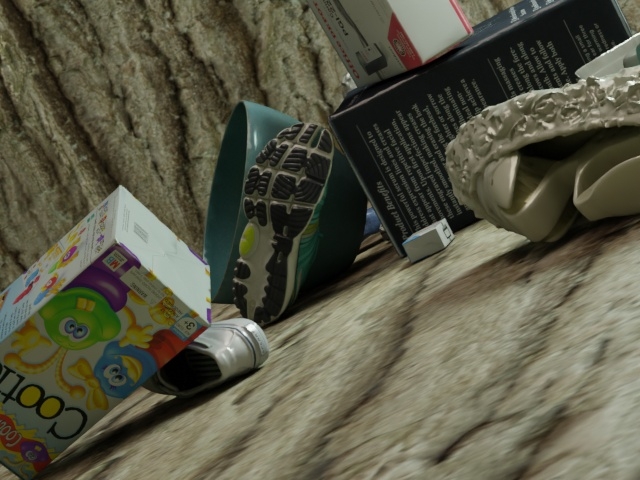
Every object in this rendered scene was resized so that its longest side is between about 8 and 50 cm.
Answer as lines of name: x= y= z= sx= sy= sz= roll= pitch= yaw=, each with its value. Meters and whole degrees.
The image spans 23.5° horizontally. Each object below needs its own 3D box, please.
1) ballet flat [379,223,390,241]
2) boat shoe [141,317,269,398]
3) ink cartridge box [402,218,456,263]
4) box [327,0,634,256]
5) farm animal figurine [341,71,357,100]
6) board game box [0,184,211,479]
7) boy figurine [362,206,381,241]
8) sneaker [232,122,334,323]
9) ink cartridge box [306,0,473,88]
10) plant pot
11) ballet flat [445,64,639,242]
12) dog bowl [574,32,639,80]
ballet flat: x=0.114 y=-0.022 z=2.276 sx=0.041 sy=0.041 sz=0.114 roll=-28 pitch=4 yaw=-18
boat shoe: x=-0.153 y=0.129 z=1.664 sx=0.076 sy=0.083 sz=0.226 roll=-29 pitch=4 yaw=-41
ink cartridge box: x=0.134 y=-0.001 z=1.887 sx=0.048 sy=0.028 sz=0.083 roll=-26 pitch=3 yaw=18
box: x=0.238 y=-0.180 z=2.074 sx=0.395 sy=0.212 sz=0.293 roll=-26 pitch=9 yaw=11
farm animal figurine: x=0.163 y=-0.204 z=2.410 sx=0.172 sy=0.326 sz=0.330 roll=-15 pitch=-23 yaw=-37
board game box: x=-0.263 y=0.100 z=1.643 sx=0.275 sy=0.142 sz=0.144 roll=-40 pitch=22 yaw=14
boy figurine: x=0.000 y=0.000 z=2.415 sx=0.285 sy=0.092 sz=0.177 roll=-24 pitch=6 yaw=0
sneaker: x=-0.044 y=-0.025 z=2.006 sx=0.107 sy=0.275 sz=0.110 roll=23 pitch=16 yaw=21
ink cartridge box: x=0.083 y=-0.298 z=2.006 sx=0.092 sy=0.158 sz=0.218 roll=-34 pitch=9 yaw=-18
plant pot: x=-0.044 y=-0.041 z=2.193 sx=0.195 sy=0.290 sz=0.290 roll=9 pitch=-5 yaw=-12
ballet flat: x=0.234 y=-0.069 z=1.378 sx=0.147 sy=0.147 sz=0.409 roll=-30 pitch=4 yaw=-36
dog bowl: x=0.439 y=-0.215 z=1.584 sx=0.349 sy=0.102 sz=0.349 roll=-29 pitch=3 yaw=1
